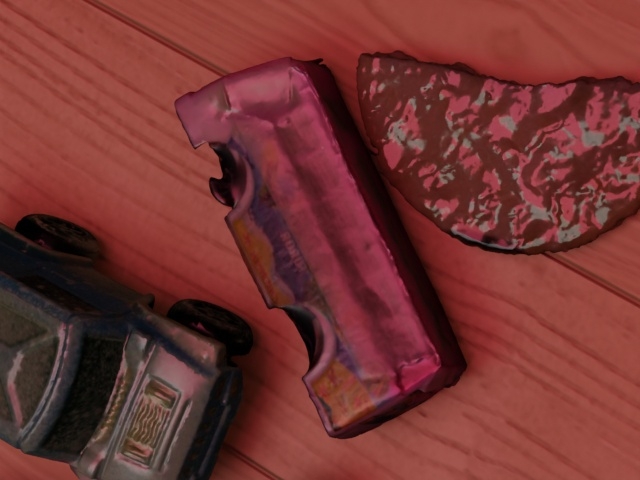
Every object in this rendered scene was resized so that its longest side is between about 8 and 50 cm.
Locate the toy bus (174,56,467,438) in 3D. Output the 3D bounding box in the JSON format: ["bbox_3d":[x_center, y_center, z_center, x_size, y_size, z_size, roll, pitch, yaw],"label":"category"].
[{"bbox_3d":[0.000,0.000,1.416,0.112,0.090,0.274,-29,78,19],"label":"toy bus"}]

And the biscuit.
[{"bbox_3d":[0.133,-0.057,1.385,0.250,0.032,0.133,9,94,24],"label":"biscuit"}]

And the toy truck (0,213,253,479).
[{"bbox_3d":[-0.190,0.087,1.469,0.279,0.156,0.155,28,102,23],"label":"toy truck"}]
